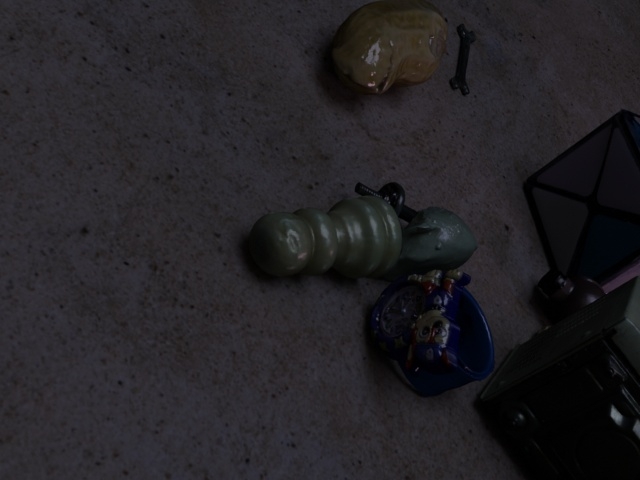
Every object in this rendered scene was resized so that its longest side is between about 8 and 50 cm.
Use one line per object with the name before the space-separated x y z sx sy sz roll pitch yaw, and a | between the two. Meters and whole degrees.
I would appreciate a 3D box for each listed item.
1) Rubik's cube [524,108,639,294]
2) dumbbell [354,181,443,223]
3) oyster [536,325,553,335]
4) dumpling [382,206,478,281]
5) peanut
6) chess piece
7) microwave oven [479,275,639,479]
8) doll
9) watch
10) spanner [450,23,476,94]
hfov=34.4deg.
Rubik's cube | 0.655 -0.048 2.148 0.307 0.305 0.310 13 53 -39
dumbbell | 0.160 -0.041 1.811 0.254 0.081 0.082 26 45 -31
oyster | 0.434 0.198 1.963 0.080 0.038 0.083 -43 120 -43
dumpling | 0.178 0.003 1.731 0.219 0.152 0.108 20 58 -52
peanut | 0.127 -0.374 1.982 0.340 0.158 0.174 -18 105 -46
chess piece | 0.000 0.000 1.587 0.243 0.133 0.133 -5 65 -43
microwave oven | 0.515 0.313 1.701 0.394 0.333 0.247 53 34 1
doll | 0.529 0.163 1.994 0.257 0.117 0.182 50 9 -3
watch | 0.191 0.156 1.644 0.200 0.171 0.196 36 52 -38
spanner | 0.320 -0.407 2.314 0.054 0.015 0.254 38 40 -22
